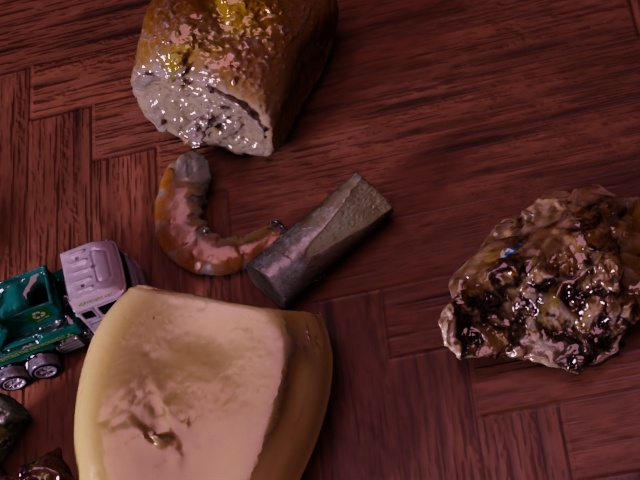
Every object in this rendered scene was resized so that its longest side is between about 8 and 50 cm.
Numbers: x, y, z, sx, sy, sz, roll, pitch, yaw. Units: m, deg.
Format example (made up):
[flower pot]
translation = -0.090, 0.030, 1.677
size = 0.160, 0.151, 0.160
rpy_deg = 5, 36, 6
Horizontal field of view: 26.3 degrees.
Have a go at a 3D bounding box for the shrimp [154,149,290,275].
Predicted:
[shrimp]
translation = -0.109, -0.037, 1.562
size = 0.166, 0.049, 0.161
rpy_deg = -2, 65, 14

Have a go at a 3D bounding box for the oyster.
[oyster]
translation = 0.237, 0.029, 1.408
size = 0.214, 0.083, 0.222
rpy_deg = 0, 56, 14

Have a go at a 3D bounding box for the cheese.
[cheese]
translation = -0.134, 0.201, 1.394
size = 0.260, 0.128, 0.315
rpy_deg = 8, 73, 16

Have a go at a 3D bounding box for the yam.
[yam]
translation = 0.000, 0.000, 1.498
size = 0.169, 0.068, 0.068
rpy_deg = -41, 59, -6

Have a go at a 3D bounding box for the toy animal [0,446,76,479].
[toy animal]
translation = -0.318, 0.285, 1.401
size = 0.179, 0.116, 0.218
rpy_deg = -37, 65, 1

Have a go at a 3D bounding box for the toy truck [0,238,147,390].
[toy truck]
translation = -0.305, 0.076, 1.518
size = 0.216, 0.116, 0.110
rpy_deg = -21, 59, 5

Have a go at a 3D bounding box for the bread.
[bread]
translation = -0.104, -0.224, 1.579
size = 0.196, 0.176, 0.246
rpy_deg = 16, 65, 21

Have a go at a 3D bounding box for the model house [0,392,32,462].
[model house]
translation = -0.354, 0.209, 1.485
size = 0.066, 0.078, 0.083
rpy_deg = 36, 76, 27
